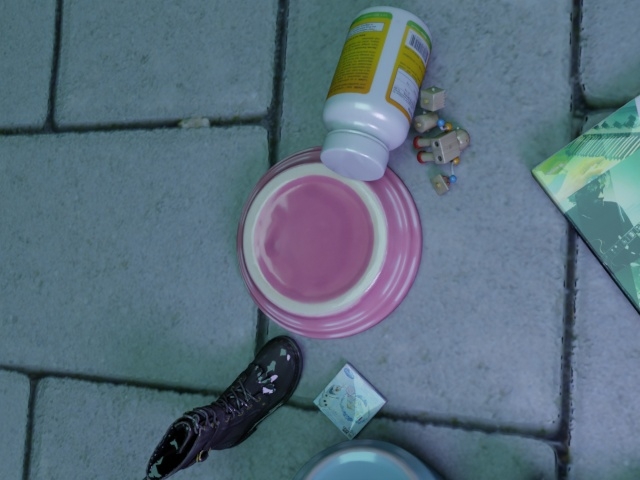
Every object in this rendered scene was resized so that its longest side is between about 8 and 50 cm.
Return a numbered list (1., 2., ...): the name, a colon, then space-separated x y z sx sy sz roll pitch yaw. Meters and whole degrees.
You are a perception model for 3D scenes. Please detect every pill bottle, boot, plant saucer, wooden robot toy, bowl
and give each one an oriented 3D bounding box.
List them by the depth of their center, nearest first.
1. bowl: 0.064 0.402 0.844 0.312 0.163 0.311 -8 42 7
2. pill bottle: 0.081 -0.224 0.953 0.136 0.136 0.245 11 73 20
3. boot: -0.148 0.271 0.978 0.091 0.229 0.263 37 98 18
4. wooden robot toy: 0.200 -0.164 0.980 0.076 0.079 0.173 15 127 55
5. plant saucer: 0.000 0.000 1.025 0.332 0.084 0.332 -1 86 19

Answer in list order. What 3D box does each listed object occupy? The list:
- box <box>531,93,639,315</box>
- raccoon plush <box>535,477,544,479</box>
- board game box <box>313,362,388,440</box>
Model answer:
1. box: 0.492 -0.041 0.868 0.232 0.058 0.322 -37 74 13
2. raccoon plush: 0.366 0.531 0.809 0.299 0.216 0.446 22 100 13
3. board game box: 0.049 0.267 1.019 0.090 0.020 0.090 43 100 18
